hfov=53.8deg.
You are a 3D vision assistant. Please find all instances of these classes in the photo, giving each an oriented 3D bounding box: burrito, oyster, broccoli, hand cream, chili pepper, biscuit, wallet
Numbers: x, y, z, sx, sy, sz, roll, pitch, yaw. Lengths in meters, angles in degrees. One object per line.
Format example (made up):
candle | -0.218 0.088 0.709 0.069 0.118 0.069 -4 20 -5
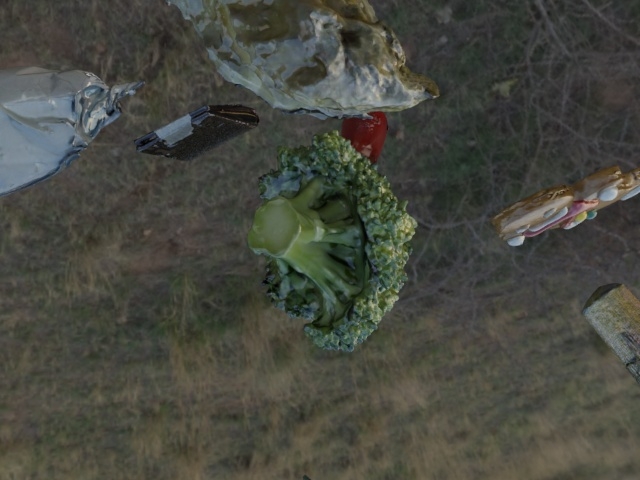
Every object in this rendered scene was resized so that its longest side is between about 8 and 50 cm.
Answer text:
burrito | -0.391 -0.093 0.627 0.445 0.101 0.139 -16 137 -20
oyster | -0.026 -0.157 0.436 0.133 0.209 0.072 -29 177 -4
broccoli | 0.014 -0.007 0.887 0.235 0.288 0.260 -36 161 -14
hand cream | 0.304 0.120 0.533 0.084 0.203 0.084 -27 155 -14
chili pepper | 0.080 -0.193 1.420 0.110 0.388 0.110 15 156 7
biscuit | 0.383 -0.046 0.995 0.216 0.047 0.339 -35 163 36
wallet | -0.291 -0.262 1.529 0.221 0.071 0.262 -19 178 21

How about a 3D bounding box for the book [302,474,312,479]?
book | 0.069 0.569 1.142 0.025 0.215 0.282 -26 -161 -25
